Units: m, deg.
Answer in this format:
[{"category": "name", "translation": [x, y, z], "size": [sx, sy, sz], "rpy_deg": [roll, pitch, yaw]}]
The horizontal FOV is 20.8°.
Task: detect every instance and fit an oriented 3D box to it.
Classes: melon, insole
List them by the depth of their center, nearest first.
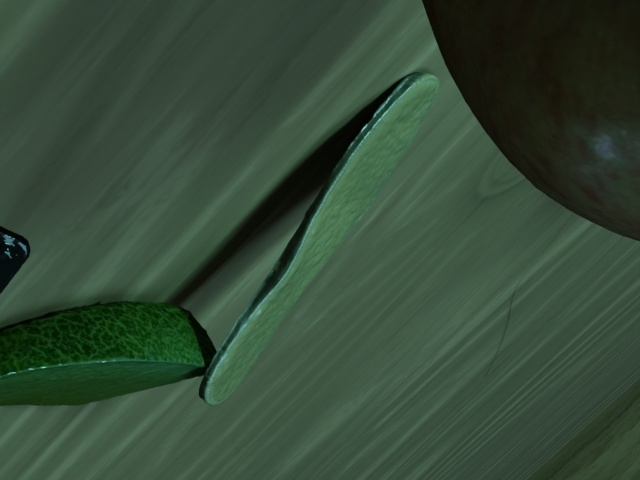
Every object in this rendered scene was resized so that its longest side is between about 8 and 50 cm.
[{"category": "melon", "translation": [-0.164, 0.074, 1.002], "size": [0.114, 0.053, 0.262], "rpy_deg": [-25, 169, 30]}, {"category": "insole", "translation": [0.000, 0.000, 1.076], "size": [0.248, 0.011, 0.081], "rpy_deg": [-56, 162, 4]}]

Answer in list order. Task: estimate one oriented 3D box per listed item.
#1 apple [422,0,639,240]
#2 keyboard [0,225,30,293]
[{"category": "apple", "translation": [0.187, -0.146, 0.660], "size": [0.269, 0.345, 0.345], "rpy_deg": [-37, 167, -49]}, {"category": "keyboard", "translation": [-0.231, 0.072, 0.793], "size": [0.087, 0.017, 0.250], "rpy_deg": [28, 117, -35]}]
